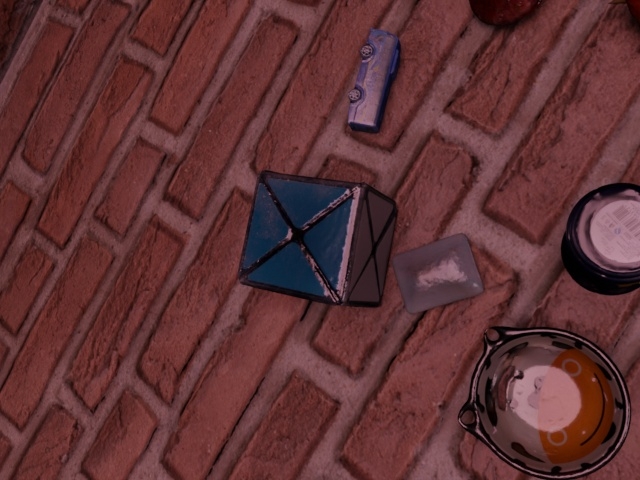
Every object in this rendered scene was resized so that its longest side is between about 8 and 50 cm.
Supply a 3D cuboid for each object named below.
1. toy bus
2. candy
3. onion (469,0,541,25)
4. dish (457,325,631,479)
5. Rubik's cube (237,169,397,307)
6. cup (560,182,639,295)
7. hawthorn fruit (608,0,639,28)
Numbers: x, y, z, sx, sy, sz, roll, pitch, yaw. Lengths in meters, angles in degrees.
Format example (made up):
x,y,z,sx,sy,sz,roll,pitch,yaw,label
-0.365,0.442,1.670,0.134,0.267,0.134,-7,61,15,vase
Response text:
x,y,z,sx,sy,sz,roll,pitch,yaw,label
0.126,-0.375,1.327,0.094,0.079,0.237,15,89,8,toy bus
0.249,0.072,1.207,0.174,0.071,0.138,-20,76,20,candy
0.396,-0.559,1.198,0.184,0.147,0.184,-3,85,37,onion
0.428,0.301,1.072,0.303,0.120,0.303,-3,81,22,dish
0.000,0.000,1.223,0.259,0.255,0.260,7,85,23,Rubik's cube
0.558,-0.021,0.991,0.255,0.256,0.178,-36,70,13,cup
0.684,-0.461,1.058,0.251,0.189,0.190,22,91,43,hawthorn fruit
